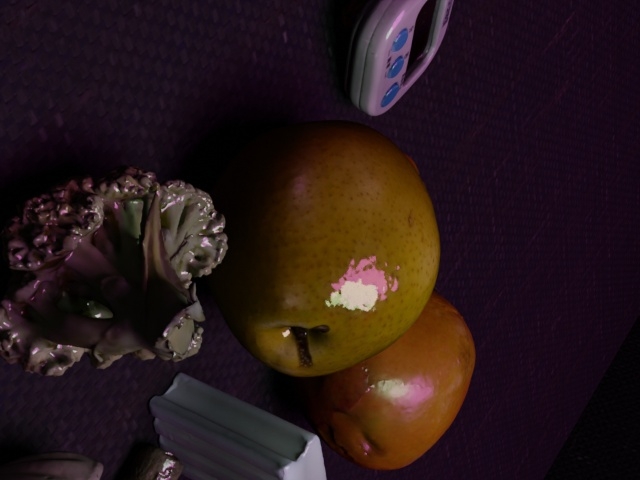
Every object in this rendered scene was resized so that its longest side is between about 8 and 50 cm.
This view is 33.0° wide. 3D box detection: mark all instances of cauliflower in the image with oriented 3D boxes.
[{"bbox_3d":[-0.242,0.064,1.302,0.327,0.281,0.260,-31,155,-12],"label":"cauliflower"}]

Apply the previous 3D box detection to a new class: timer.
[{"bbox_3d":[0.130,-0.343,1.788,0.237,0.087,0.262,-50,164,-28],"label":"timer"}]

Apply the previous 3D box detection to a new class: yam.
[{"bbox_3d":[-0.277,0.395,1.630,0.179,0.078,0.078,-60,148,-13],"label":"yam"}]

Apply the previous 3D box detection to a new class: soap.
[{"bbox_3d":[-0.125,0.320,1.642,0.087,0.265,0.160,-45,141,-37],"label":"soap"}]

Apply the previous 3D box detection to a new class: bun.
[{"bbox_3d":[-0.398,0.372,1.357,0.263,0.175,0.263,-155,-90,-83],"label":"bun"}]

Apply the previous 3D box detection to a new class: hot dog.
[{"bbox_3d":[0.078,-0.393,1.770,0.144,0.038,0.062,-45,160,-42],"label":"hot dog"}]

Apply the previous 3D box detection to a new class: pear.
[{"bbox_3d":[0.000,0.000,1.577,0.418,0.362,0.362,-74,162,-51],"label":"pear"}]

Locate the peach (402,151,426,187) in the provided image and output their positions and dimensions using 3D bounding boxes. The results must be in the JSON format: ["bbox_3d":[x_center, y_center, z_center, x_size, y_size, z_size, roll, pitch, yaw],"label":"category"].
[{"bbox_3d":[0.090,-0.069,1.909,0.190,0.192,0.190,-16,90,-78],"label":"peach"}]

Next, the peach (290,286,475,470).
[{"bbox_3d":[0.111,0.233,1.945,0.372,0.289,0.373,-28,128,-44],"label":"peach"}]
